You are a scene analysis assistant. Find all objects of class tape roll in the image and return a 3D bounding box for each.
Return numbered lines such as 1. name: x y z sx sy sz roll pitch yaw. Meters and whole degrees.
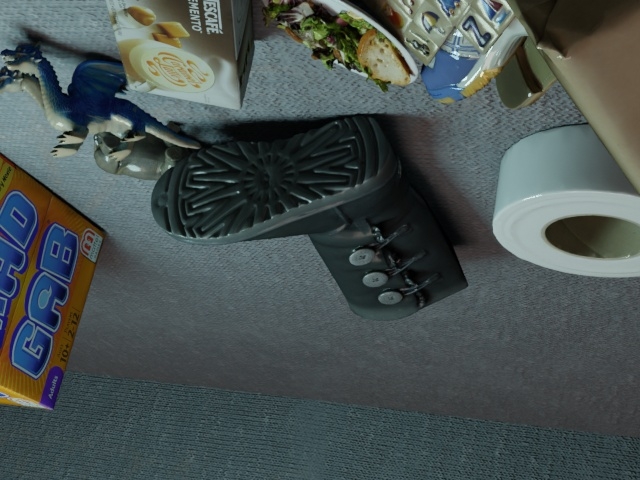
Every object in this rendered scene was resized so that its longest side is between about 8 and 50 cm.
1. tape roll: 0.380 -0.046 1.346 0.286 0.100 0.286 10 158 4

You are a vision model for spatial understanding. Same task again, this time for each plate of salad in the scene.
1. plate of salad: 0.015 -0.219 1.094 0.200 0.048 0.200 28 174 3

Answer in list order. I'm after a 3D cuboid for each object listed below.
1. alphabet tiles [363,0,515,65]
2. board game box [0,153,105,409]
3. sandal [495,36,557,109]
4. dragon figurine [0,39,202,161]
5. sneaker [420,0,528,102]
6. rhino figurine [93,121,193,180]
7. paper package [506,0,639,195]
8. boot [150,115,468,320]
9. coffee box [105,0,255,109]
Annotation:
1. alphabet tiles: 0.099 -0.261 0.921 0.198 0.009 0.237 46 157 4
2. board game box: -0.673 0.072 1.794 0.356 0.356 0.356 1 156 25
3. sandal: 0.273 -0.208 1.062 0.079 0.088 0.240 -16 173 -18
4. dragon figurine: -0.292 -0.188 1.332 0.289 0.144 0.085 -1 162 -24
5. sneaker: 0.160 -0.244 0.992 0.131 0.112 0.296 35 154 -7
6. rhino figurine: -0.226 -0.123 1.483 0.243 0.073 0.106 12 155 -7
7. paper package: 0.339 -0.185 0.777 0.309 0.168 0.325 -32 139 18
8. boot: 0.002 0.000 1.534 0.367 0.146 0.445 -10 155 18
9. coffee box: -0.148 -0.254 1.084 0.141 0.098 0.246 10 159 1
